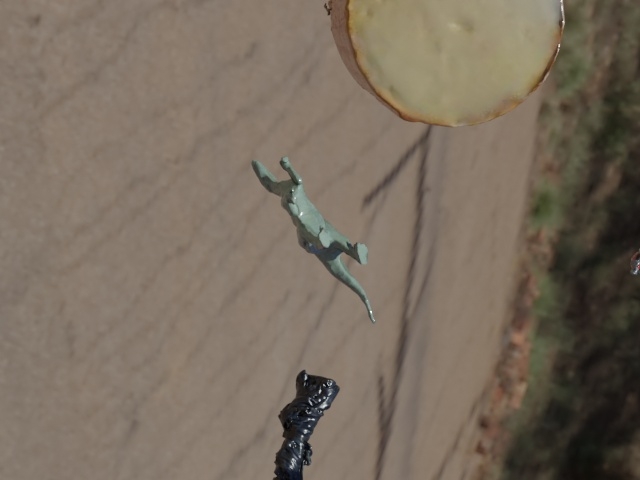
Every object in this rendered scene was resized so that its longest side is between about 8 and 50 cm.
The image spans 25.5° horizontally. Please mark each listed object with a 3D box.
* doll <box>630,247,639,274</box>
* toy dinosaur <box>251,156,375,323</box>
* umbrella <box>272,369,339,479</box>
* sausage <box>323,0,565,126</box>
[{"bbox_3d":[0.570,0.037,2.502,0.114,0.039,0.057,36,53,-71],"label":"doll"},{"bbox_3d":[0.000,0.000,1.832,0.053,0.167,0.242,-38,109,-15],"label":"toy dinosaur"},{"bbox_3d":[-0.041,0.330,2.410,0.224,0.080,0.071,-70,154,-20],"label":"umbrella"},{"bbox_3d":[0.130,-0.248,1.563,0.287,0.233,0.233,-107,-148,-79],"label":"sausage"}]
